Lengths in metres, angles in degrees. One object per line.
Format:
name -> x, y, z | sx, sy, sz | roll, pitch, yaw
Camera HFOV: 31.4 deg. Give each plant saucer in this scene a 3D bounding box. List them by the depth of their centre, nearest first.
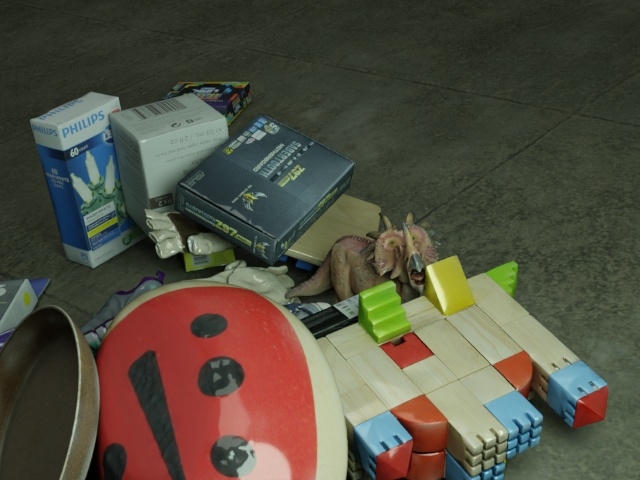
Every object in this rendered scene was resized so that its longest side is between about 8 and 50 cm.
plant saucer -> -0.332, 0.229, 1.307 | 0.050, 0.310, 0.310 | 19, 12, -34

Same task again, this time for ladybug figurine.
ladybug figurine -> -0.134, 0.203, 1.265 | 0.305, 0.162, 0.449 | -43, 41, 6

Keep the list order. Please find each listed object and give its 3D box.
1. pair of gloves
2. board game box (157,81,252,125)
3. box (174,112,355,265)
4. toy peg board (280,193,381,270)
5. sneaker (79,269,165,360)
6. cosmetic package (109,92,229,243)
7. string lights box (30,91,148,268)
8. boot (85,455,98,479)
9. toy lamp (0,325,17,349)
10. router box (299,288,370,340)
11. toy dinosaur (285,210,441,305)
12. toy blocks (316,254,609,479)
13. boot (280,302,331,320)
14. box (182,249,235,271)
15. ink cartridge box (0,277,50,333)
pair of gloves -> -0.146, 0.029, 1.715 | 0.204, 0.042, 0.240 | 1, 37, -35
board game box -> -0.252, -0.295, 2.441 | 0.170, 0.048, 0.141 | 2, 29, 18
box -> -0.082, -0.084, 1.732 | 0.183, 0.059, 0.232 | 30, 48, 16
toy peg board -> 0.000, 0.000, 1.784 | 0.161, 0.079, 0.160 | 18, 44, -7
sneaker -> -0.295, 0.128, 1.573 | 0.224, 0.083, 0.098 | -29, 36, 18
cosmetic package -> -0.237, -0.119, 1.846 | 0.151, 0.183, 0.151 | -19, 30, -22
string lights box -> -0.381, -0.101, 1.894 | 0.077, 0.259, 0.133 | 16, 37, 37
boot -> -0.314, 0.258, 1.375 | 0.112, 0.115, 0.305 | -13, 30, -14
toy lamp -> -0.327, 0.140, 1.636 | 0.275, 0.080, 0.080 | -7, 28, -4
router box -> 0.009, 0.156, 1.459 | 0.179, 0.133, 0.046 | -21, 32, -24
toy dinosaur -> 0.073, 0.041, 1.572 | 0.296, 0.200, 0.127 | 11, 35, 44
toy blocks -> 0.153, 0.190, 1.352 | 0.381, 0.190, 0.261 | -20, 42, -23
boot -> -0.047, 0.120, 1.555 | 0.086, 0.069, 0.190 | -2, -3, -22
box -> -0.204, -0.030, 1.931 | 0.087, 0.058, 0.232 | -10, 29, -7
ink cartridge box -> -0.606, 0.123, 1.743 | 0.304, 0.072, 0.307 | -4, 31, 7
